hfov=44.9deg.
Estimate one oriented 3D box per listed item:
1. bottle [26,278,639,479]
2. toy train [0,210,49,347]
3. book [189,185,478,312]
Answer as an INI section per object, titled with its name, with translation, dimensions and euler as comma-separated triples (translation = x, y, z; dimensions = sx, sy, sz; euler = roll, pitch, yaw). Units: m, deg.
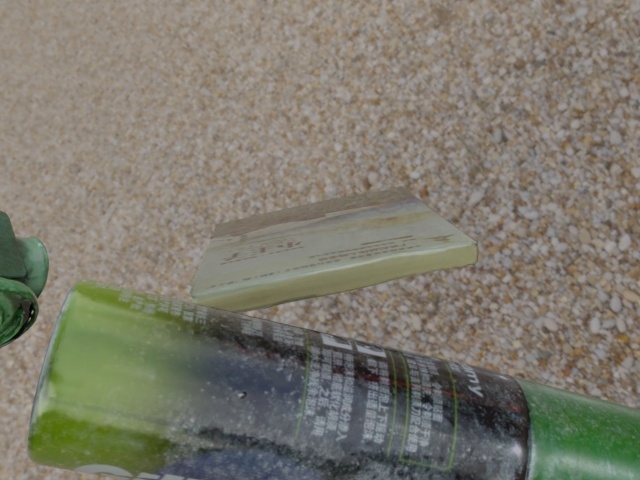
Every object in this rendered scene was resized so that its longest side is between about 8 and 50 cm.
[bottle]
translation = 0.027, 0.100, 0.406
dimensions = 0.093, 0.330, 0.093
euler = -166, 90, -80
[toy train]
translation = -0.290, 0.034, 0.443
dimensions = 0.188, 0.243, 0.132
euler = -43, 60, 27
[book]
translation = 0.000, 0.000, 0.648
dimensions = 0.201, 0.026, 0.289
euler = -11, 11, -3
